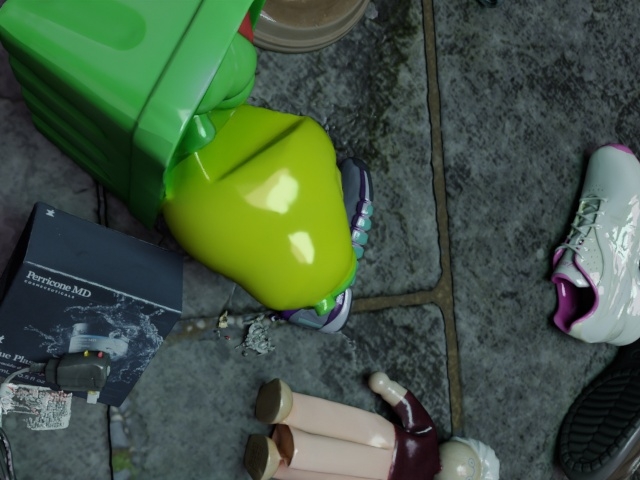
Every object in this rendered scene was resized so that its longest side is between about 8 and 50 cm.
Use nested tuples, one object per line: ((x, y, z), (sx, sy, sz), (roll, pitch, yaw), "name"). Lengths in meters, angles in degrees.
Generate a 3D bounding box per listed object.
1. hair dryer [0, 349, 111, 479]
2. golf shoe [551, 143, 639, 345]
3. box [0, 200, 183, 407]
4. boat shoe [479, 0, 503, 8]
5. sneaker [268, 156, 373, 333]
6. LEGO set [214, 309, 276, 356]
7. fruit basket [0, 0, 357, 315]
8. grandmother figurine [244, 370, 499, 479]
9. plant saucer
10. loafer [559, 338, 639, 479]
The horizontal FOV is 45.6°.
((-0.336, 0.189, 0.663), (0.293, 0.080, 0.224), (10, 83, -15), "hair dryer")
((0.414, 0.006, 1.134), (0.140, 0.115, 0.307), (1, 88, -24), "golf shoe")
((-0.240, 0.069, 0.761), (0.155, 0.093, 0.158), (22, 122, -25), "box")
((0.176, -0.449, 1.020), (0.105, 0.113, 0.306), (-51, 126, -12), "boat shoe")
((0.000, 0.000, 0.938), (0.098, 0.083, 0.224), (12, 84, -22), "sneaker")
((-0.086, 0.115, 0.921), (0.083, 0.023, 0.054), (9, 85, -27), "LEGO set")
((-0.092, -0.114, 0.730), (0.392, 0.392, 0.283), (31, 75, -23), "fruit basket")
((0.079, 0.277, 0.964), (0.342, 0.104, 0.208), (15, 91, -24), "grandmother figurine")
((-0.042, -0.374, 0.945), (0.277, 0.041, 0.278), (1, 89, -26), "plant saucer")
((0.506, 0.246, 1.162), (0.366, 0.133, 0.130), (-45, 108, -21), "loafer")
